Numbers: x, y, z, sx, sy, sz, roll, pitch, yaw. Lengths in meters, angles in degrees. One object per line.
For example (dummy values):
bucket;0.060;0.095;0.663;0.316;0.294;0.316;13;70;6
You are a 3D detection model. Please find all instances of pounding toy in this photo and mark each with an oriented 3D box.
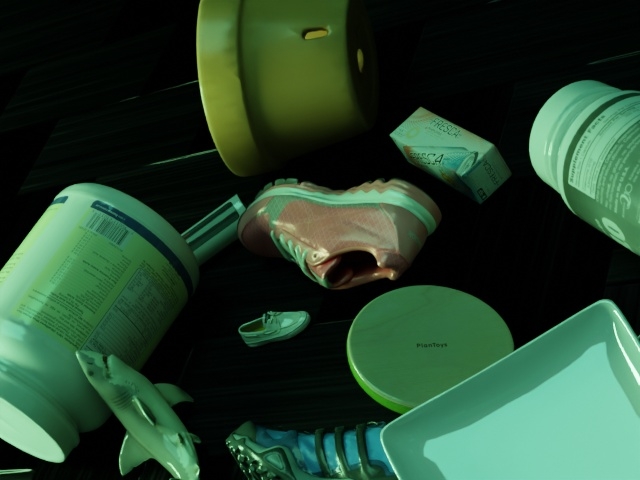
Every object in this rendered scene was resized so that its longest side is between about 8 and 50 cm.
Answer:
pounding toy;0.144;0.158;1.542;0.236;0.110;0.183;19;46;17

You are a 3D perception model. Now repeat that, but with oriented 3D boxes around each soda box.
soda box;0.170;-0.115;1.842;0.063;0.058;0.183;-43;34;-8

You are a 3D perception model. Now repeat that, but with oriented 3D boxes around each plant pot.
plant pot;-0.035;-0.245;2.007;0.203;0.291;0.291;-5;44;16

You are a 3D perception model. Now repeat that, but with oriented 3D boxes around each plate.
plate;0.230;0.231;1.349;0.277;0.045;0.278;-31;52;5

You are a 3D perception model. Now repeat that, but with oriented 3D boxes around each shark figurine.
shark figurine;-0.210;0.268;1.728;0.116;0.166;0.278;-46;54;15

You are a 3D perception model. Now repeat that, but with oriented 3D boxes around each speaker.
speaker;-0.159;-0.007;2.015;0.136;0.055;0.055;-35;35;4

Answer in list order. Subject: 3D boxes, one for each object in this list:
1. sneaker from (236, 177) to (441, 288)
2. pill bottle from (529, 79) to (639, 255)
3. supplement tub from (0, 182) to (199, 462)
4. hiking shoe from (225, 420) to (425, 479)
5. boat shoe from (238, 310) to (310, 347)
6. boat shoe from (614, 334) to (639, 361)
sneaker;0.000;0.000;1.814;0.313;0.116;0.136;-5;48;38
pill bottle;0.363;-0.070;1.531;0.161;0.161;0.283;-41;34;-5
supplement tub;-0.337;0.110;1.882;0.235;0.235;0.325;5;53;44
hiking shoe;0.031;0.253;1.522;0.304;0.113;0.132;18;55;39
boat shoe;-0.062;0.109;1.812;0.100;0.035;0.035;-18;39;27
boat shoe;0.329;0.125;1.423;0.184;0.063;0.066;-32;35;8
